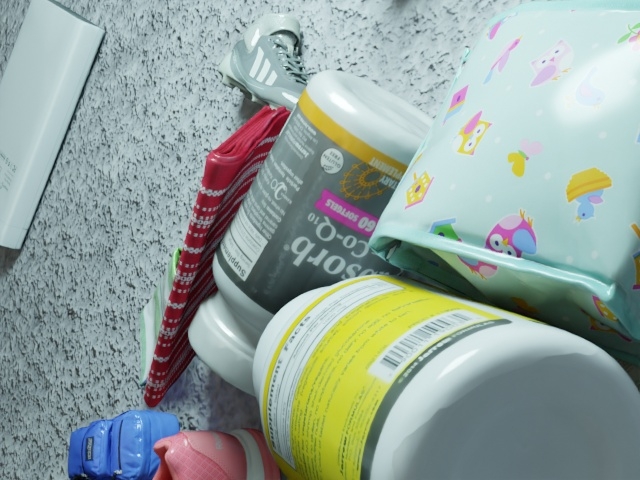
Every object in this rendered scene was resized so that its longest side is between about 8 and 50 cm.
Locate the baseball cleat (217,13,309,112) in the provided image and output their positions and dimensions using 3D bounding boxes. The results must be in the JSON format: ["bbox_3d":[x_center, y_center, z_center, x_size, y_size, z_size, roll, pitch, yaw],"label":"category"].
[{"bbox_3d":[-0.044,-0.189,1.262,0.206,0.072,0.109,34,97,48],"label":"baseball cleat"}]

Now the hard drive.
[{"bbox_3d":[-0.451,-0.190,1.801,0.233,0.047,0.353,35,106,52],"label":"hard drive"}]

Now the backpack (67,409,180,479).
[{"bbox_3d":[-0.215,0.239,1.295,0.120,0.101,0.098,-20,68,43],"label":"backpack"}]

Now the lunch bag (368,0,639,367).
[{"bbox_3d":[0.173,-0.051,0.832,0.262,0.160,0.223,17,77,49],"label":"lunch bag"}]

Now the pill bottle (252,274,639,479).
[{"bbox_3d":[0.067,0.126,0.833,0.334,0.188,0.187,18,92,69],"label":"pill bottle"}]

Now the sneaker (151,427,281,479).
[{"bbox_3d":[-0.159,0.321,1.161,0.116,0.136,0.313,30,101,53],"label":"sneaker"}]

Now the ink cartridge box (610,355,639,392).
[{"bbox_3d":[0.187,0.128,0.882,0.181,0.056,0.224,-52,23,26],"label":"ink cartridge box"}]

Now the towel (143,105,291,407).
[{"bbox_3d":[-0.101,0.010,1.156,0.199,0.031,0.274,-54,-17,-65],"label":"towel"}]

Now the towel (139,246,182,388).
[{"bbox_3d":[-0.181,0.091,1.329,0.152,0.023,0.113,123,146,-51],"label":"towel"}]

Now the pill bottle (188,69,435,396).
[{"bbox_3d":[0.000,0.000,1.059,0.278,0.162,0.162,-60,39,18],"label":"pill bottle"}]
